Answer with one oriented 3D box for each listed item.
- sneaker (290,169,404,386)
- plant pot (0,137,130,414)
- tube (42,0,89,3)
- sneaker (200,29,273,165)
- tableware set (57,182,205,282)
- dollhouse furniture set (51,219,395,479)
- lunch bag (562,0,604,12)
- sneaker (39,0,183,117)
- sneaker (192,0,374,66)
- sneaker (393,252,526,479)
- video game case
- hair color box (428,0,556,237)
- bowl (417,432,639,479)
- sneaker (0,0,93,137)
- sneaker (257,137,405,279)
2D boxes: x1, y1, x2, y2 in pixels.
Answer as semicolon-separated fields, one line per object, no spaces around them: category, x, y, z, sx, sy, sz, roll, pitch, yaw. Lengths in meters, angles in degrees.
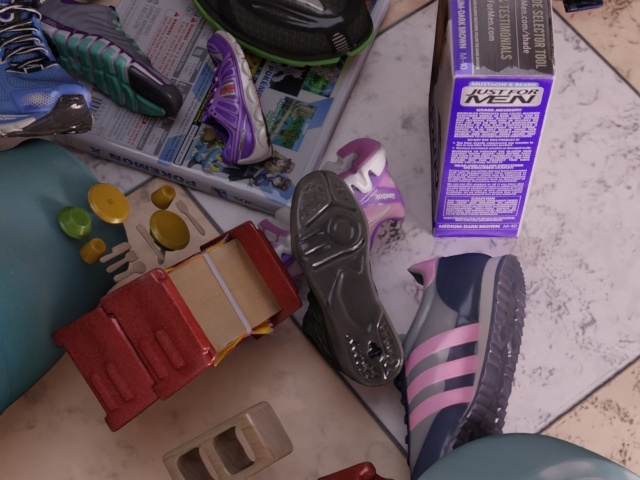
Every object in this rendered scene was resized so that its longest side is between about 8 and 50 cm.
sneaker;0.011;0.041;1.704;0.087;0.130;0.227;-22;95;-18
plant pot;-0.344;0.032;1.667;0.271;0.272;0.255;41;55;18
tube;-0.320;-0.293;1.944;0.240;0.062;0.070;-42;29;-15
sneaker;-0.105;-0.161;1.828;0.071;0.068;0.170;-15;64;-2
tableware set;-0.194;-0.016;1.651;0.104;0.024;0.154;52;40;4
dollhouse furniture set;-0.073;0.186;1.624;0.374;0.152;0.201;59;31;2
lunch bag;0.240;-0.435;1.937;0.256;0.212;0.305;1;64;-19
sneaker;-0.235;-0.225;1.852;0.223;0.083;0.098;29;61;15
sneaker;-0.100;-0.408;1.851;0.185;0.202;0.483;-31;85;-17
sneaker;0.121;0.161;1.698;0.131;0.112;0.319;3;62;28
video game case;-0.110;-0.207;1.910;0.300;0.036;0.329;19;63;9
hair color box;0.173;-0.158;1.715;0.110;0.339;0.185;1;62;-1
bowl;0.226;0.322;1.511;0.311;0.163;0.311;5;74;-17
sneaker;-0.352;-0.202;1.762;0.130;0.147;0.330;-7;24;-39
sneaker;0.000;0.000;1.773;0.236;0.104;0.095;-41;26;-3
